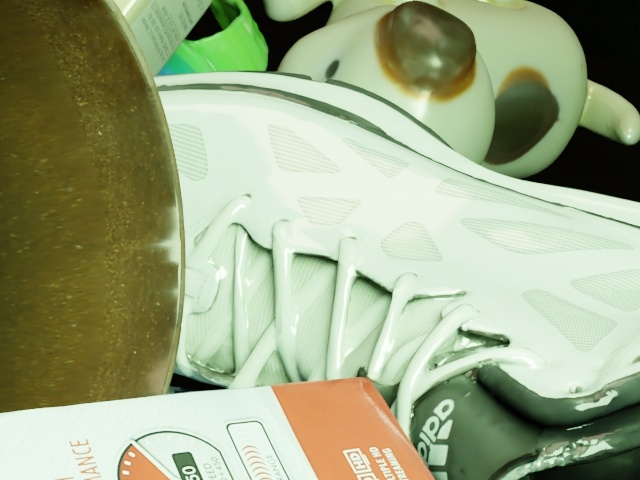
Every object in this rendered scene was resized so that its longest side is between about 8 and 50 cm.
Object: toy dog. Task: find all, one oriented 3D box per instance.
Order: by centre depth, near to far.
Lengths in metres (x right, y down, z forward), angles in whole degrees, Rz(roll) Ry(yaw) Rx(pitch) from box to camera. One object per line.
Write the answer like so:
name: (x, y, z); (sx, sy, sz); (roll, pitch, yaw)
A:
toy dog: (0.100, -0.134, 1.374); (0.395, 0.284, 0.408); (32, 25, 13)

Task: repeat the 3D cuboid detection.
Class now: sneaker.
sneaker: (0.025, 0.032, 0.621); (0.447, 0.169, 0.257); (12, 14, 3)

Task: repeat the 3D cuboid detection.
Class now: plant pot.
plant pot: (-0.203, 0.002, 0.538); (0.230, 0.215, 0.215); (-5, 12, 20)

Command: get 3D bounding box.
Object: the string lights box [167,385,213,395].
string lights box: (0.018, 0.143, 0.684); (0.260, 0.076, 0.133); (7, 16, -6)

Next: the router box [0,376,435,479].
router box: (-0.051, 0.188, 0.322); (0.301, 0.082, 0.335); (-3, 41, -32)

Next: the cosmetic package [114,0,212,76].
cosmetic package: (-0.219, -0.083, 0.800); (0.160, 0.309, 0.113); (34, -8, 8)

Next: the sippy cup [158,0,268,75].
sippy cup: (-0.201, -0.082, 1.016); (0.305, 0.240, 0.224); (0, 21, -22)
